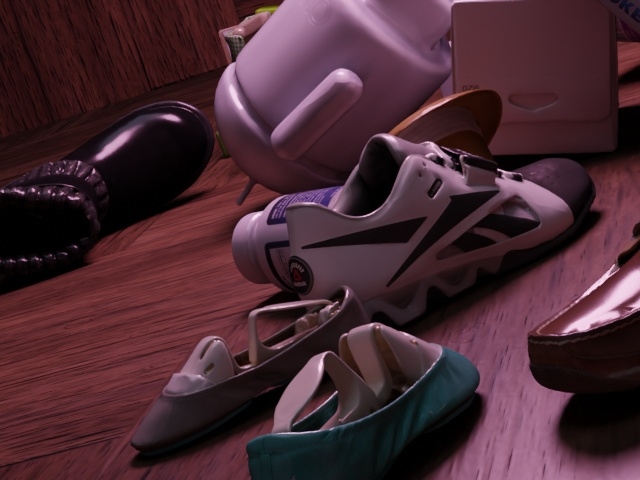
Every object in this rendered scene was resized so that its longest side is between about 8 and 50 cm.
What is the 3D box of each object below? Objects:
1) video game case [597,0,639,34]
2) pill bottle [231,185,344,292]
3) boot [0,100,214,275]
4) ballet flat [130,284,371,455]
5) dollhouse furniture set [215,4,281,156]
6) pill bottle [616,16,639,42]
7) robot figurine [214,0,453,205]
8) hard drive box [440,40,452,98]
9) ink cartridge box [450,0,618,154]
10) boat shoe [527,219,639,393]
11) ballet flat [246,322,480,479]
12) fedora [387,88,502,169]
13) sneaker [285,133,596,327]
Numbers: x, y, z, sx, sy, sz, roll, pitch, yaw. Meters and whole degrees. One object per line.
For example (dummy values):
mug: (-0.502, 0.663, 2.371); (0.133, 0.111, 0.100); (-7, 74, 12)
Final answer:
video game case: (0.364, -0.270, 1.804); (0.036, 0.300, 0.329); (-55, -13, 29)
pill bottle: (0.000, 0.000, 1.596); (0.169, 0.094, 0.094); (-7, 17, 44)
boot: (-0.289, -0.065, 2.227); (0.348, 0.131, 0.260); (-30, 6, -3)
ballet flat: (-0.059, 0.093, 1.333); (0.213, 0.068, 0.072); (-24, 13, -20)
dollhouse furniture set: (-0.116, -0.217, 2.494); (0.151, 0.197, 0.301); (-14, 12, 16)
pill bottle: (0.458, -0.314, 2.061); (0.301, 0.169, 0.169); (8, 25, 33)
robot figurine: (0.013, -0.190, 2.016); (0.353, 0.200, 0.300); (-47, 7, 24)
hard drive box: (0.250, -0.224, 2.233); (0.181, 0.089, 0.232); (-17, 13, 10)
ink cartridge box: (0.235, -0.197, 1.871); (0.171, 0.168, 0.232); (-2, 16, 9)
boat shoe: (0.254, 0.002, 1.147); (0.324, 0.116, 0.123); (-27, 14, -33)
ballet flat: (0.031, 0.102, 1.110); (0.083, 0.087, 0.247); (-12, 14, 33)
fedora: (0.114, -0.059, 1.633); (0.194, 0.079, 0.194); (-30, -21, -13)
sneaker: (0.107, -0.035, 1.483); (0.330, 0.146, 0.122); (-26, 13, -37)
